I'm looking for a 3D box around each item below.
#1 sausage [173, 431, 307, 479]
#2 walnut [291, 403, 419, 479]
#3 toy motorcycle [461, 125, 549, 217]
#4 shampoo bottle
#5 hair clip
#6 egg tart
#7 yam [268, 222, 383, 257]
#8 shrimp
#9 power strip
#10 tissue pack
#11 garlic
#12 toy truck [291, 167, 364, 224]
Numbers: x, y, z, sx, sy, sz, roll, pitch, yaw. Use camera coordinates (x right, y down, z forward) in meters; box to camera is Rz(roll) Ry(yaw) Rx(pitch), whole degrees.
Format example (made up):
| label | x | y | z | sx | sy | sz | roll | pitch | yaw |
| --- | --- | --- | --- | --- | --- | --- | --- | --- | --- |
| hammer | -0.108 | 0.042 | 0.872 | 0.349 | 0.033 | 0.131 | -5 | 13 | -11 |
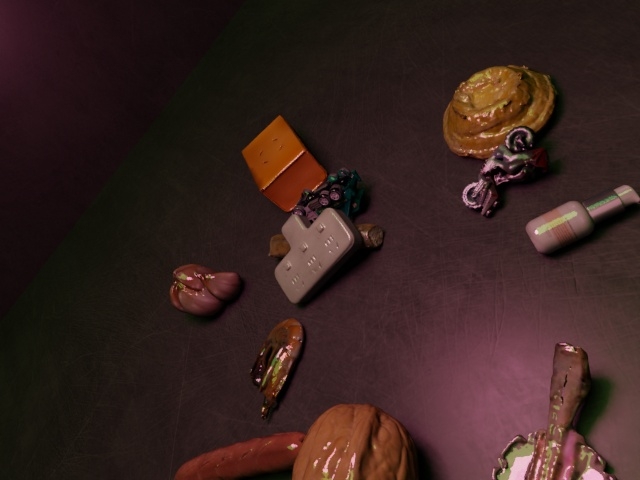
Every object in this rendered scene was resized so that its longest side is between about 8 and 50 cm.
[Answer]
| label | x | y | z | sx | sy | sz | roll | pitch | yaw |
| --- | --- | --- | --- | --- | --- | --- | --- | --- | --- |
| sausage | -0.189 | 0.510 | 1.096 | 0.432 | 0.088 | 0.088 | -26 | 46 | 25 |
| walnut | 0.062 | 0.417 | 0.841 | 0.224 | 0.225 | 0.261 | -11 | 41 | 37 |
| toy motorcycle | 0.411 | -0.141 | 1.044 | 0.213 | 0.082 | 0.122 | -54 | 49 | 18 |
| shampoo bottle | 0.491 | -0.045 | 0.900 | 0.192 | 0.074 | 0.074 | -32 | 43 | 22 |
| hair clip | 0.371 | 0.313 | 0.740 | 0.172 | 0.069 | 0.301 | 8 | 76 | 47 |
| egg tart | 0.418 | -0.332 | 1.157 | 0.290 | 0.115 | 0.291 | -22 | 47 | 27 |
| yam | 0.000 | 0.000 | 1.316 | 0.371 | 0.083 | 0.083 | -8 | 55 | 37 |
| shrimp | -0.126 | 0.311 | 1.207 | 0.145 | 0.059 | 0.255 | 4 | 63 | 47 |
| power strip | -0.029 | 0.019 | 1.250 | 0.265 | 0.059 | 0.194 | -49 | 61 | 26 |
| tissue pack | -0.119 | -0.256 | 1.565 | 0.194 | 0.145 | 0.275 | -42 | 41 | 12 |
| garlic | -0.357 | 0.159 | 1.465 | 0.213 | 0.191 | 0.160 | 11 | 93 | 34 |
| toy truck | 0.029 | -0.104 | 1.332 | 0.215 | 0.116 | 0.110 | -25 | 28 | 37 |
